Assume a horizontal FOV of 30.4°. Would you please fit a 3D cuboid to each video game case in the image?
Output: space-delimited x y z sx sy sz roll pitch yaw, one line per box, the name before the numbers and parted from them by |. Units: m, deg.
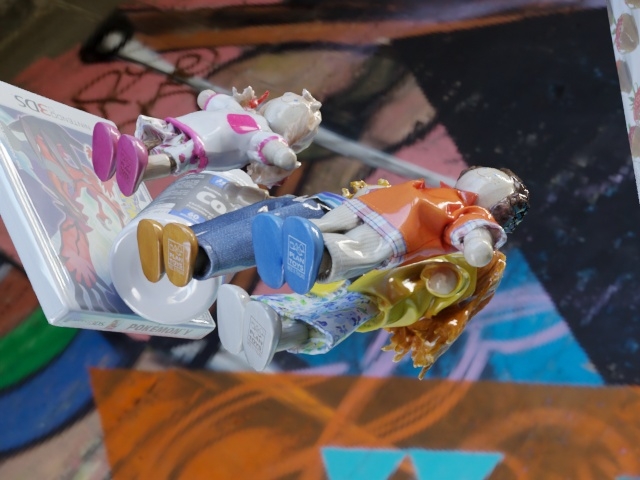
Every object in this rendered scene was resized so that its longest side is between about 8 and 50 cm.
video game case | -0.169 -0.022 0.855 0.023 0.201 0.183 -35 -20 18

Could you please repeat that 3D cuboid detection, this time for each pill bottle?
pill bottle | -0.088 -0.003 0.827 0.137 0.078 0.078 -59 -24 -65

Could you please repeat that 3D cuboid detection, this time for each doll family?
doll family | 0.000 0.000 0.625 0.163 0.263 0.118 -13 -64 -33

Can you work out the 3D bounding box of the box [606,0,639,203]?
box | 0.234 -0.049 0.719 0.067 0.063 0.324 1 -106 -21
